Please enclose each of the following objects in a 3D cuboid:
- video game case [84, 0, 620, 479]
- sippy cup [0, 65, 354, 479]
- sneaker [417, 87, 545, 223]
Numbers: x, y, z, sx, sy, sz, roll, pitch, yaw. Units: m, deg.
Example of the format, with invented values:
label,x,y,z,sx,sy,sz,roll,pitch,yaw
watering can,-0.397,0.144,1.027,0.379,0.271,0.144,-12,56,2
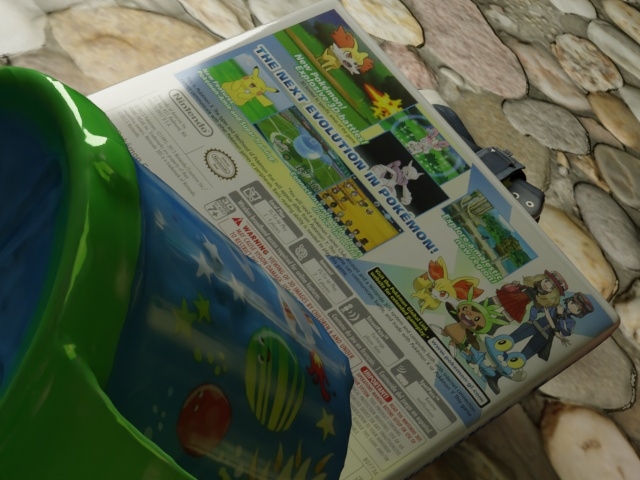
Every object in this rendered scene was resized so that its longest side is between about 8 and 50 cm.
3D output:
label,x,y,z,sx,sy,sz,roll,pitch,yaw
video game case,0.000,0.000,0.981,0.300,0.036,0.329,-28,70,-36
sippy cup,-0.110,0.070,0.704,0.224,0.240,0.305,32,36,-40
sneaker,0.082,-0.041,1.140,0.163,0.086,0.226,49,33,18
